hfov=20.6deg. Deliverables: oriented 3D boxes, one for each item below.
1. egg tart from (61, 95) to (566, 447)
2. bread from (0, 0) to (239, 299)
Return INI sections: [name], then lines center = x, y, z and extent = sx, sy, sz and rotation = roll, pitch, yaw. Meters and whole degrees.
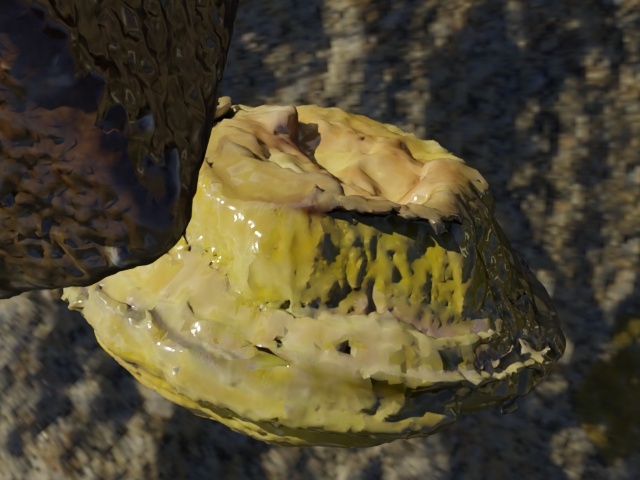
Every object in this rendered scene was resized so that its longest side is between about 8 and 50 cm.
[egg tart]
center = 0.000, 0.000, 1.153
extent = 0.351, 0.352, 0.150
rotation = 4, 116, -18
[bread]
center = -0.094, -0.171, 0.650
extent = 0.113, 0.417, 0.165
rotation = -16, 128, 22
